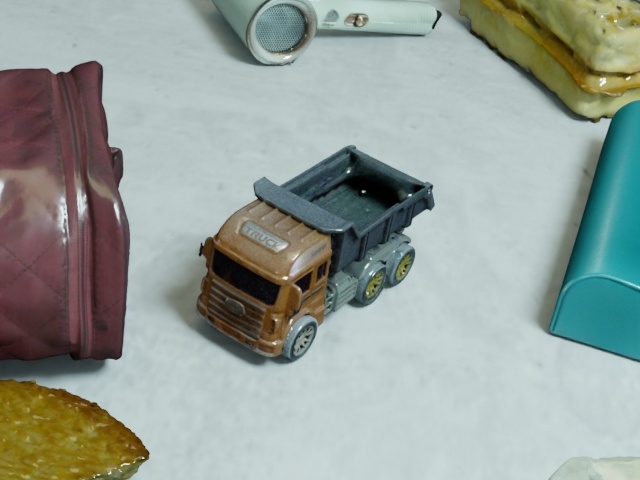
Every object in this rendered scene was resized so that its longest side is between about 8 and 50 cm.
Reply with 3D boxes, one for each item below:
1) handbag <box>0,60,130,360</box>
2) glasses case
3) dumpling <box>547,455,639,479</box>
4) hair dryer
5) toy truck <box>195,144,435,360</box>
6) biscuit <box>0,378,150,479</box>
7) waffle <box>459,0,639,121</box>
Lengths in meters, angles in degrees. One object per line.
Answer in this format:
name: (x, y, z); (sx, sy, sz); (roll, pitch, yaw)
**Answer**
handbag: (-0.190, -0.022, 0.807); (0.135, 0.147, 0.225); (-4, 34, -14)
glasses case: (0.267, -0.016, 0.987); (0.117, 0.070, 0.301); (17, 33, 10)
dumpling: (0.193, 0.195, 0.598); (0.162, 0.132, 0.250); (-7, 37, -17)
hair dryer: (0.015, -0.237, 1.248); (0.236, 0.073, 0.131); (-4, 35, -25)
toy truck: (0.000, 0.000, 0.870); (0.083, 0.092, 0.192); (29, 39, 25)
biscuit: (-0.207, 0.127, 0.691); (0.206, 0.025, 0.126); (-16, 42, -35)
waffle: (0.364, -0.237, 1.300); (0.376, 0.114, 0.261); (-9, 41, -26)
